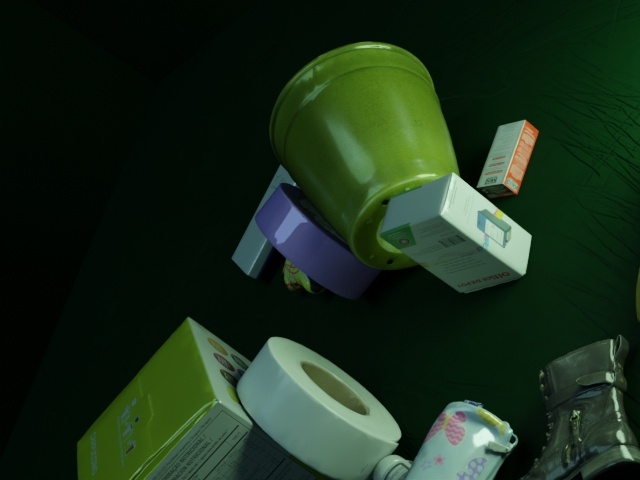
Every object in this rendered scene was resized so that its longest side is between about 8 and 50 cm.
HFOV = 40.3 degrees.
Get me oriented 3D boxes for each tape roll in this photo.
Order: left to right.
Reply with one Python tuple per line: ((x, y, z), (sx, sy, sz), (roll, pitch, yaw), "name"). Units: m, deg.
((-0.001, 0.290, 1.498), (0.100, 0.286, 0.286), (-54, 28, 6), "tape roll")
((0.000, 0.000, 1.794), (0.090, 0.275, 0.275), (-52, 29, 12), "tape roll")

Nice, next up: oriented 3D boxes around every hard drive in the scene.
((-0.122, -0.067, 2.250), (0.319, 0.040, 0.210), (-62, 20, 2), "hard drive")

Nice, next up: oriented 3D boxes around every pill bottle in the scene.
((0.144, 0.395, 1.375), (0.078, 0.078, 0.137), (-60, 28, -4), "pill bottle")

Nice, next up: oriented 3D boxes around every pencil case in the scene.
((0.179, 0.364, 1.243), (0.124, 0.113, 0.273), (14, 51, 34), "pencil case")

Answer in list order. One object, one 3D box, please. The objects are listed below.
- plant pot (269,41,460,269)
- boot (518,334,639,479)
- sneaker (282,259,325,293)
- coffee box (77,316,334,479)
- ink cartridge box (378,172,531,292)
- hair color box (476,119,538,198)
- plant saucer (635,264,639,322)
((0.119, -0.140, 1.725), (0.366, 0.366, 0.353), (-45, 43, 22), "plant pot")
((0.335, 0.270, 1.211), (0.263, 0.091, 0.229), (-36, 29, 27), "boot")
((-0.038, 0.085, 1.991), (0.094, 0.081, 0.208), (-60, 21, 11), "sneaker")
((-0.207, 0.412, 1.585), (0.338, 0.334, 0.337), (-48, 25, 3), "coffee box")
((0.234, -0.007, 1.499), (0.154, 0.212, 0.093), (-21, 41, 49), "ink cartridge box")
((0.351, -0.152, 1.636), (0.072, 0.043, 0.141), (-6, 56, 56), "hair color box")
((0.570, -0.066, 1.166), (0.332, 0.081, 0.333), (-16, 49, 50), "plant saucer")
